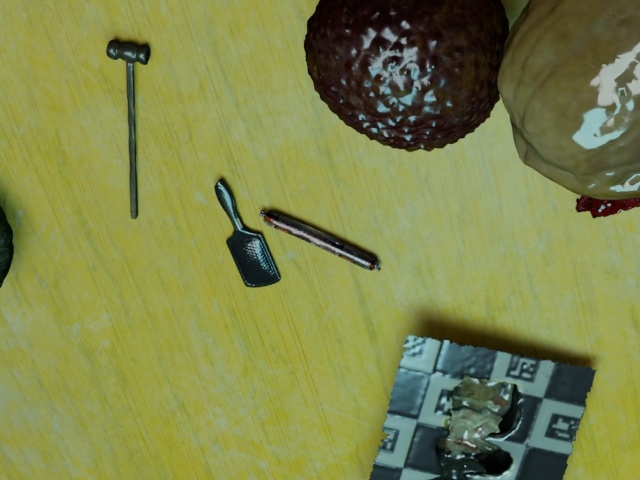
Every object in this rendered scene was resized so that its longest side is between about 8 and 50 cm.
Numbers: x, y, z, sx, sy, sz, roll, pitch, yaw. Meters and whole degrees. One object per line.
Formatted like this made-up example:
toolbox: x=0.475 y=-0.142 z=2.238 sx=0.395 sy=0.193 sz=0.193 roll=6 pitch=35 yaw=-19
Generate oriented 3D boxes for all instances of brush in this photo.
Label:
brush: x=-0.119 y=-0.009 z=1.869 sx=0.062 sy=0.016 sz=0.193 roll=-12 pitch=117 yaw=20

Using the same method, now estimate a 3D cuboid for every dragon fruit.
dragon fruit: x=0.394 y=-0.085 z=1.663 sx=0.131 sy=0.097 sz=0.063 roll=-18 pitch=113 yaw=45

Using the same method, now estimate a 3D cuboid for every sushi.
sushi: x=0.231 y=0.309 z=1.938 sx=0.296 sy=0.100 sz=0.373 roll=10 pitch=113 yaw=-2

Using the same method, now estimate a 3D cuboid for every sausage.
sausage: x=0.000 y=0.000 z=1.839 sx=0.198 sy=0.025 sz=0.028 roll=24 pitch=155 yaw=0

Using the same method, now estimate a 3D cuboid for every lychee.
lychee: x=0.108 y=-0.230 z=1.535 sx=0.260 sy=0.261 sz=0.261 roll=7 pitch=122 yaw=11

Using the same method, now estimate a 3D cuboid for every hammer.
hammer: x=-0.277 y=-0.155 z=1.818 sx=0.058 sy=0.029 sz=0.292 roll=11 pitch=125 yaw=10

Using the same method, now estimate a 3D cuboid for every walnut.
walnut: x=0.367 y=-0.202 z=1.454 sx=0.344 sy=0.306 sz=0.306 roll=-41 pitch=105 yaw=16

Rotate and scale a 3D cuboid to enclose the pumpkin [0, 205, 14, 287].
pumpkin: x=-0.572 y=0.005 z=1.917 sx=0.211 sy=0.152 sz=0.212 roll=5 pitch=101 yaw=27
